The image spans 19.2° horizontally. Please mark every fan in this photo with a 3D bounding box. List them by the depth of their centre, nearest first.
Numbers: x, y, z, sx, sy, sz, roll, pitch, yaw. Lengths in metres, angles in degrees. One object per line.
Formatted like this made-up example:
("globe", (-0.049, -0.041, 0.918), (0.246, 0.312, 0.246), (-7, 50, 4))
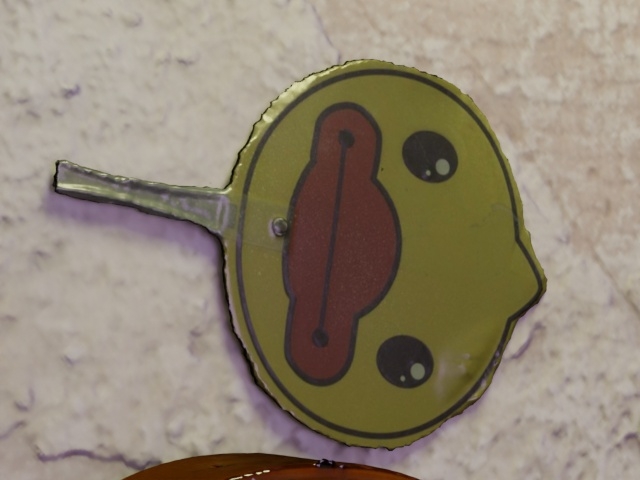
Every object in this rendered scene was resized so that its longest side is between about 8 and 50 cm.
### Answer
("fan", (0.001, 0.000, 1.082), (0.335, 0.011, 0.229), (12, 79, -30))

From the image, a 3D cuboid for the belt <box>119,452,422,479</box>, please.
("belt", (-0.019, 0.205, 0.995), (0.261, 0.105, 0.184), (13, 80, -30))
